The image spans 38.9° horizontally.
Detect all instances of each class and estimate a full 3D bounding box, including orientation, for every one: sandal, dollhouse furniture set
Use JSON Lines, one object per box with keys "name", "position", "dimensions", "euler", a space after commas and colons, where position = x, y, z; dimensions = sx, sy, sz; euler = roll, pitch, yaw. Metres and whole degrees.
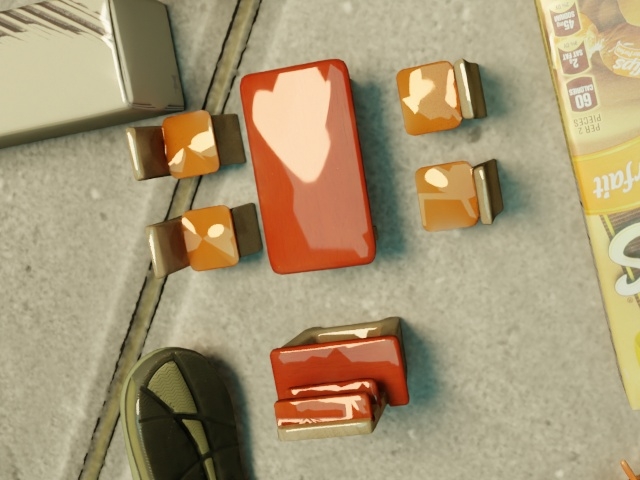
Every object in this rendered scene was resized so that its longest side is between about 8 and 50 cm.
{"name": "sandal", "position": [-0.117, 0.235, 0.761], "dimensions": [0.086, 0.120, 0.302], "euler": [0, 97, 42]}
{"name": "dollhouse furniture set", "position": [0.000, 0.000, 0.669], "dimensions": [0.262, 0.135, 0.259], "euler": [-9, 96, 15]}

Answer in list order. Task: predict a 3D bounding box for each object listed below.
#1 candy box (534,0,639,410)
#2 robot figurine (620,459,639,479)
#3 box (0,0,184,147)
{"name": "candy box", "position": [0.267, -0.059, 0.618], "dimensions": [0.183, 0.087, 0.316], "euler": [-13, 95, 16]}
{"name": "robot figurine", "position": [0.258, 0.261, 0.647], "dimensions": [0.158, 0.128, 0.219], "euler": [7, 103, 52]}
{"name": "box", "position": [-0.260, -0.125, 0.731], "dimensions": [0.275, 0.113, 0.094], "euler": [-10, 95, 14]}
